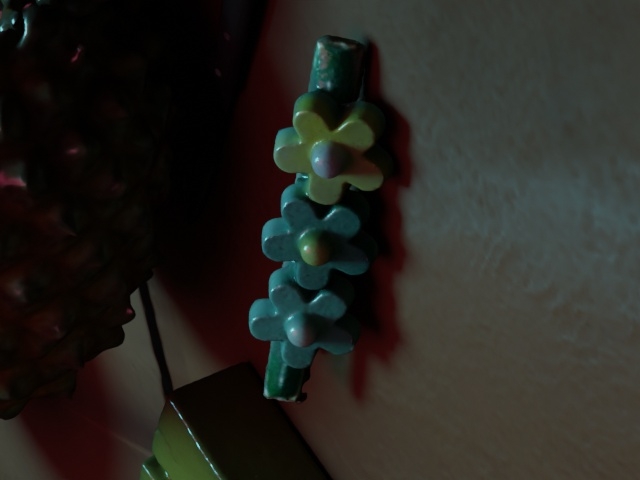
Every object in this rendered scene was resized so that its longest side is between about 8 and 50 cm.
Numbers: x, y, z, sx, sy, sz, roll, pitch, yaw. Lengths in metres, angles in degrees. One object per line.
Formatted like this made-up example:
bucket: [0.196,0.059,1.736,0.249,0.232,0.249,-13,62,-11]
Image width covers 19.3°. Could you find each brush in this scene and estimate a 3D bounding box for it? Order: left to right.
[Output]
brush: [0.002,0.173,0.835,0.233,0.047,0.103,51,148,24]

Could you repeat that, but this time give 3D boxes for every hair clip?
hair clip: [0.001,0.001,0.724,0.049,0.049,0.173,46,143,34]

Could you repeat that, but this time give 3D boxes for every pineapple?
pineapple: [-0.115,-0.086,0.757,0.175,0.175,0.361,51,133,28]

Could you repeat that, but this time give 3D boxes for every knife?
knife: [-0.045,-0.058,0.785,0.023,0.010,0.170,53,150,24]
